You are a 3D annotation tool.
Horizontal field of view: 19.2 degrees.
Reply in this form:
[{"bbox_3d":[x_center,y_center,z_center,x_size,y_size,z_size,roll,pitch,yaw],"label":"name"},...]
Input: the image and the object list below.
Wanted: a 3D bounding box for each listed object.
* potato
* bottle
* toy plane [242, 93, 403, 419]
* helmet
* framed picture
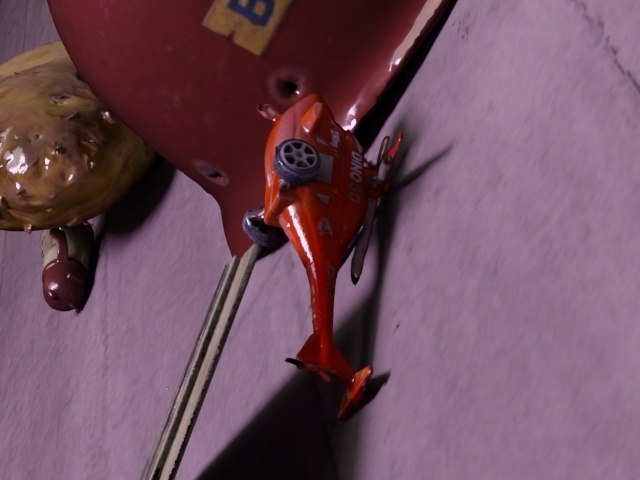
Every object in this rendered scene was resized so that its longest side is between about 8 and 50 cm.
[{"bbox_3d":[-0.225,-0.082,1.593,0.192,0.141,0.296,-21,16,0],"label":"potato"},{"bbox_3d":[-0.223,0.021,1.639,0.047,0.063,0.101,-24,35,14],"label":"bottle"},{"bbox_3d":[-0.002,0.004,1.003,0.126,0.077,0.194,133,147,-65],"label":"toy plane"},{"bbox_3d":[-0.063,-0.205,1.192,0.385,0.230,0.337,-59,19,14],"label":"helmet"},{"bbox_3d":[-0.106,0.168,1.003,0.296,0.019,0.232,114,176,-45],"label":"framed picture"}]
